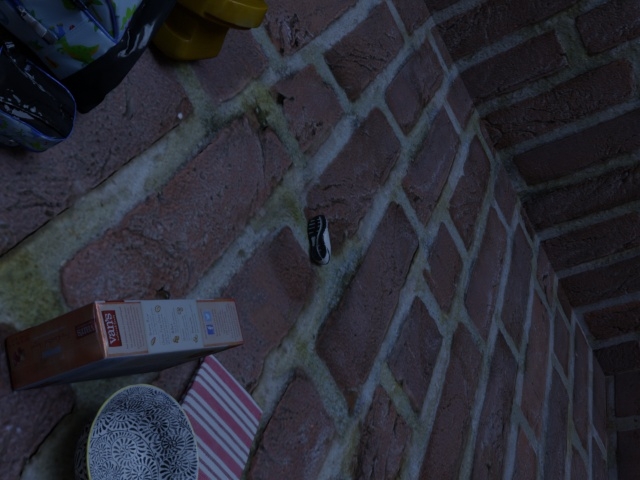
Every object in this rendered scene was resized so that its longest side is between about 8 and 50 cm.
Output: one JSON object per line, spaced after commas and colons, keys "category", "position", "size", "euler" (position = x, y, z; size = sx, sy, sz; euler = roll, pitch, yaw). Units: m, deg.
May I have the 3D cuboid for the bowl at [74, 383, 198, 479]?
{"category": "bowl", "position": [-0.229, 0.260, 0.845], "size": [0.170, 0.080, 0.170], "euler": [36, 44, -44]}

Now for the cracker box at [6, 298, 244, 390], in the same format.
{"category": "cracker box", "position": [-0.225, 0.120, 0.862], "size": [0.232, 0.156, 0.067], "euler": [5, 67, -59]}

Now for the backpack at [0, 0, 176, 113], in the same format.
{"category": "backpack", "position": [-0.348, -0.398, 0.927], "size": [0.355, 0.273, 0.290], "euler": [39, 46, -25]}

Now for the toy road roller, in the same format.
{"category": "toy road roller", "position": [-0.239, -0.452, 1.208], "size": [0.329, 0.240, 0.202], "euler": [33, 24, 11]}

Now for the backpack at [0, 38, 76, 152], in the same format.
{"category": "backpack", "position": [-0.365, -0.163, 0.879], "size": [0.114, 0.084, 0.105], "euler": [33, 45, -40]}

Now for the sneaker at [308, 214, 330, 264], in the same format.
{"category": "sneaker", "position": [0.000, 0.000, 1.446], "size": [0.044, 0.040, 0.109], "euler": [52, 33, -58]}

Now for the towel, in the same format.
{"category": "towel", "position": [-0.155, 0.270, 1.022], "size": [0.144, 0.029, 0.197], "euler": [55, 30, -24]}
